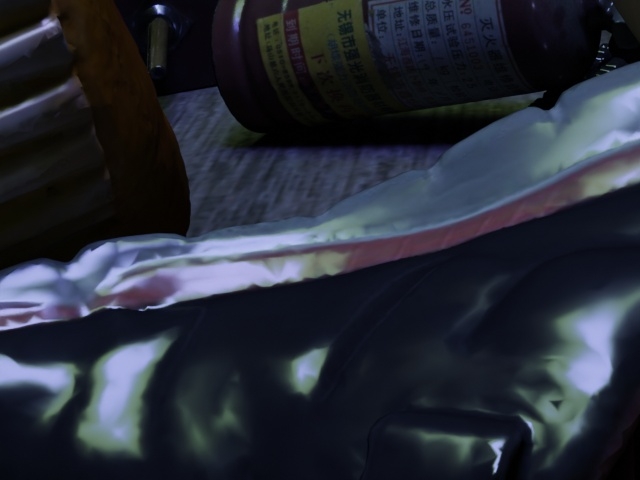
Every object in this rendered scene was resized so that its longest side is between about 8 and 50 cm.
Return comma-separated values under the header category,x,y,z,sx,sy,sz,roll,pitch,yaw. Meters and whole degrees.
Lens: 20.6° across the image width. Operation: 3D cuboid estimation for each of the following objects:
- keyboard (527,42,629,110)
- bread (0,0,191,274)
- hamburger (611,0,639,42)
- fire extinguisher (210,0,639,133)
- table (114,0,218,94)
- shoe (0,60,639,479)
category,x,y,z,sx,sy,sz,roll,pitch,yaw
keyboard,0.141,-0.070,0.820,0.060,0.018,0.195,5,22,25
bread,-0.120,-0.029,0.471,0.133,0.179,0.250,-28,-17,-14
hamburger,0.230,-0.132,0.595,0.302,0.170,0.302,-47,5,6
fire extinguisher,0.075,-0.115,0.796,0.252,0.106,0.075,-8,-24,29
table,-0.009,-0.148,0.944,0.240,0.122,0.111,-12,19,-10
shoe,0.017,0.059,0.367,0.291,0.114,0.137,-19,40,1
